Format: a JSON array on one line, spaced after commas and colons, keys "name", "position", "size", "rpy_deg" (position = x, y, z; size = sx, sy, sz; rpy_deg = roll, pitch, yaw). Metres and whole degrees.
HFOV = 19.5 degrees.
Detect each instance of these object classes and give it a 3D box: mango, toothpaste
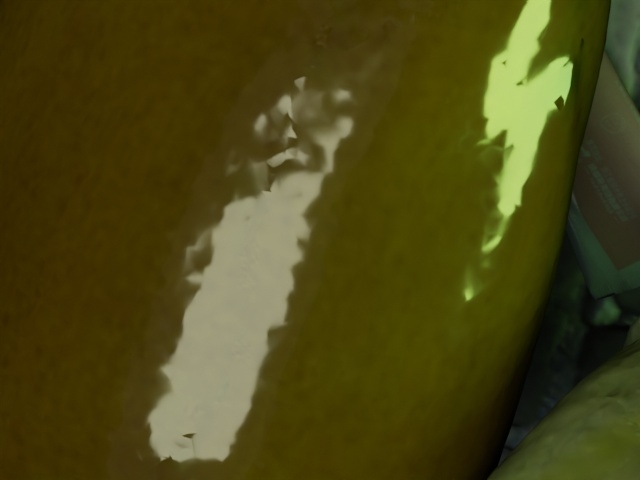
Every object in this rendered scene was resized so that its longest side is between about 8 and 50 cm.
[{"name": "mango", "position": [-0.032, -0.010, 0.769], "size": [0.300, 0.232, 0.446], "rpy_deg": [46, 122, 41]}, {"name": "toothpaste", "position": [0.113, -0.065, 0.840], "size": [0.067, 0.043, 0.194], "rpy_deg": [-20, 106, 30]}]

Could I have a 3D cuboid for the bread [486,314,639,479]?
[{"name": "bread", "position": [0.175, 0.189, 0.755], "size": [0.237, 0.320, 0.321], "rpy_deg": [18, 118, 37]}]
